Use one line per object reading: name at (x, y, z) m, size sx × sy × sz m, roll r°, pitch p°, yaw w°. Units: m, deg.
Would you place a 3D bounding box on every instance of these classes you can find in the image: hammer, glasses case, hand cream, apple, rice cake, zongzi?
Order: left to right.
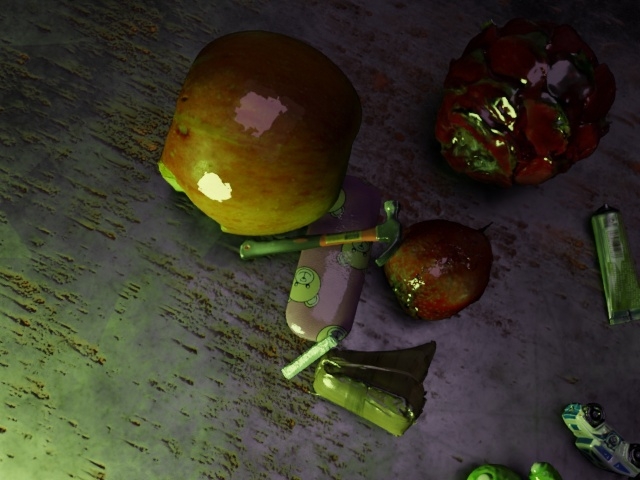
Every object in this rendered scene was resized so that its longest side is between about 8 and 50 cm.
apple at (-0.096, -0.169, 1.100) m, size 0.340 × 0.339 × 0.339 m, roll 2°, pitch 75°, yaw -8°
rice cake at (-0.018, 0.200, 1.139) m, size 0.121 × 0.021 × 0.022 m, roll -39°, pitch 94°, yaw 20°
hammer at (0.000, 0.000, 1.146) m, size 0.288 × 0.033 × 0.111 m, roll -6°, pitch 68°, yaw 12°
glasses case at (0.026, 0.029, 1.194) m, size 0.123 × 0.076 × 0.316 m, roll 14°, pitch 74°, yaw 1°
zongzi at (0.101, 0.221, 1.158) m, size 0.195 × 0.099 × 0.197 m, roll 22°, pitch 48°, yaw 8°
hand cream at (0.582, 0.044, 1.298) m, size 0.087 × 0.055 × 0.235 m, roll -10°, pitch 84°, yaw -9°

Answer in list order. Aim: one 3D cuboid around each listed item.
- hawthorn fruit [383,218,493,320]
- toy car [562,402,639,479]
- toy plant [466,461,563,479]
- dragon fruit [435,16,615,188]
hawthorn fruit at (0.228, 0.034, 1.173) m, size 0.235 × 0.181 × 0.181 m, roll -36°, pitch 83°, yaw -9°
toy car at (0.509, 0.363, 1.179) m, size 0.171 × 0.080 × 0.070 m, roll 44°, pitch 75°, yaw 4°
toy plant at (0.360, 0.508, 1.078) m, size 0.224 × 0.184 × 0.316 m, roll -45°, pitch 74°, yaw 1°
dragon fruit at (0.367, -0.248, 1.207) m, size 0.329 × 0.329 × 0.329 m, roll 2°, pitch 75°, yaw -8°
